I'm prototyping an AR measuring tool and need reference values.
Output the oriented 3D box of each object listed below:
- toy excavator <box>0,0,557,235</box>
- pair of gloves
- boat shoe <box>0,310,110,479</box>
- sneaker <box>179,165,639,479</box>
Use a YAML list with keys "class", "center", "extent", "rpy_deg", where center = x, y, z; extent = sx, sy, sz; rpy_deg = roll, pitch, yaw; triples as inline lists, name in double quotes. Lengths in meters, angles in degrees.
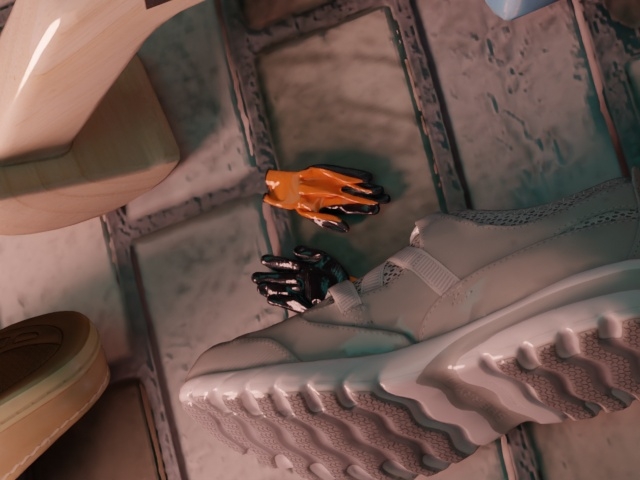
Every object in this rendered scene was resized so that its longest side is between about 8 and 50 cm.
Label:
- class: "toy excavator"
  center: [-0.002, -0.181, 0.787]
  extent: [0.445, 0.433, 0.222]
  rpy_deg: [-21, 73, -8]
- class: "pair of gloves"
  center: [0.000, 0.000, 0.899]
  extent: [0.074, 0.010, 0.083]
  rpy_deg: [7, 89, 24]
- class: "boat shoe"
  center: [-0.221, 0.153, 0.941]
  extent: [0.302, 0.109, 0.098]
  rpy_deg: [-38, 109, 15]
- class: "sneaker"
  center: [0.059, 0.044, 0.836]
  extent: [0.281, 0.105, 0.115]
  rpy_deg: [-15, 48, 24]
